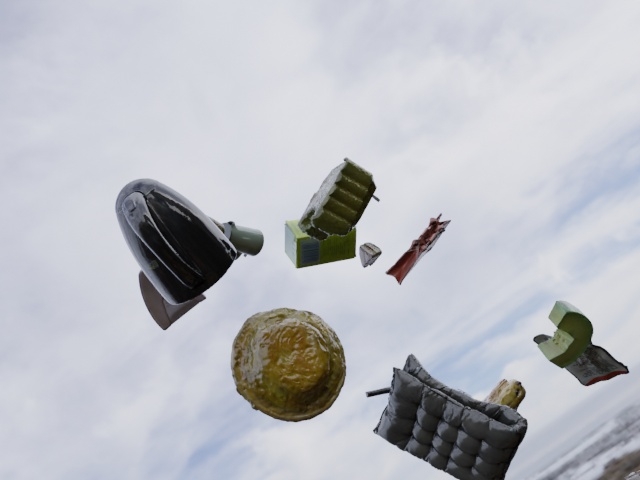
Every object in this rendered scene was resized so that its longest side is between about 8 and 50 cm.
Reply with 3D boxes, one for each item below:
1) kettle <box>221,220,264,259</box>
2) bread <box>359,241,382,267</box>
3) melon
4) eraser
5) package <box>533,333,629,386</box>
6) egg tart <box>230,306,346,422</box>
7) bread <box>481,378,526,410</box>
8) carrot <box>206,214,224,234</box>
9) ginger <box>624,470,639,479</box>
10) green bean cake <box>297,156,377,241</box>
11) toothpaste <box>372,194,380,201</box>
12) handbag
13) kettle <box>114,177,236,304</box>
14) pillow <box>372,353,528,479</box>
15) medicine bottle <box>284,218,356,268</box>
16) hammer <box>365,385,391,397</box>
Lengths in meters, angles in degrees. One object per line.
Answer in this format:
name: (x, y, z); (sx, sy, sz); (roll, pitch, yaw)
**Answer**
kettle: (-0.291, 0.001, 2.389); (0.148, 0.098, 0.127); (14, -37, -44)
bread: (0.138, 0.036, 1.972); (0.043, 0.062, 0.109); (-20, -17, -19)
melon: (0.625, 0.240, 1.753); (0.118, 0.064, 0.209); (0, -53, -15)
eraser: (-0.567, 0.185, 2.501); (0.204, 0.059, 0.243); (-37, -67, 4)
package: (0.719, 0.314, 1.905); (0.166, 0.232, 0.040); (-38, 18, 51)
egg tart: (-0.077, 0.310, 1.776); (0.319, 0.318, 0.128); (-27, -12, -18)
bread: (0.455, 0.497, 1.887); (0.210, 0.099, 0.235); (-34, -29, -44)
carrot: (-0.348, -0.045, 1.849); (0.173, 0.082, 0.082); (29, -63, -29)
ginger: (0.729, 0.550, 1.415); (0.321, 0.165, 0.172); (-28, 34, 58)
green bean cake: (0.048, -0.104, 1.987); (0.232, 0.124, 0.236); (-60, 10, -8)
toothpaste: (0.211, -0.188, 2.835); (0.015, 0.083, 0.024); (-50, 8, 11)
handbag: (0.286, 0.022, 2.001); (0.212, 0.059, 0.157); (-43, -12, -36)
kettle: (-0.355, -0.010, 1.594); (0.207, 0.268, 0.290); (-35, -68, 0)
pillow: (0.299, 0.436, 1.615); (0.101, 0.326, 0.228); (-34, -37, -51)
medicine bottle: (0.000, 0.000, 2.564); (0.250, 0.137, 0.141); (-8, -63, -20)
hammer: (0.240, 0.463, 2.157); (0.201, 0.021, 0.078); (-12, -10, -1)
